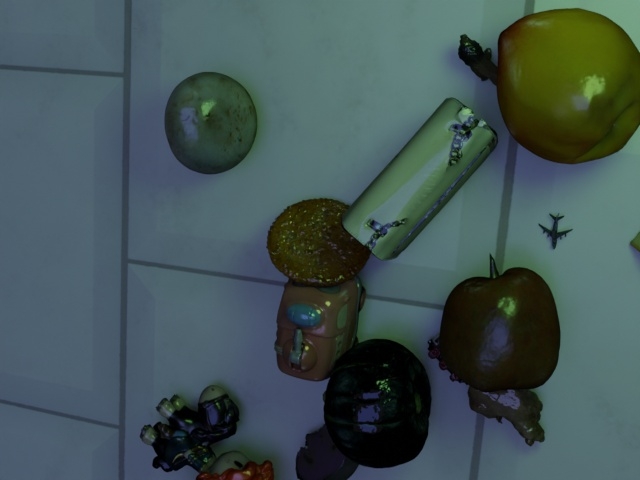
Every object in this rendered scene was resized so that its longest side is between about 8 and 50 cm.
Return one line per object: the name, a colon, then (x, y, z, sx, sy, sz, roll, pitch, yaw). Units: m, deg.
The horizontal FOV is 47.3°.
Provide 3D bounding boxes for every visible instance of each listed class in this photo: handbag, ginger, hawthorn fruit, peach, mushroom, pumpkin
handbag: (0.214, -0.130, 1.596, 0.160, 0.237, 0.358, 42, 100, 5)
ginger: (0.453, 0.386, 1.727, 0.213, 0.074, 0.137, 33, 113, 14)
hawthorn fruit: (0.396, 0.177, 1.605, 0.267, 0.268, 0.301, -3, 97, 18)
peach: (0.501, -0.318, 1.480, 0.289, 0.289, 0.308, -46, 60, 19)
mushroom: (0.030, 0.560, 1.873, 0.188, 0.141, 0.117, -34, 123, 21)
pumpkin: (0.123, 0.381, 1.709, 0.238, 0.315, 0.315, 2, 100, 24)
mushroom: (-0.283, -0.288, 1.786, 0.243, 0.243, 0.243, 3, 101, 17)

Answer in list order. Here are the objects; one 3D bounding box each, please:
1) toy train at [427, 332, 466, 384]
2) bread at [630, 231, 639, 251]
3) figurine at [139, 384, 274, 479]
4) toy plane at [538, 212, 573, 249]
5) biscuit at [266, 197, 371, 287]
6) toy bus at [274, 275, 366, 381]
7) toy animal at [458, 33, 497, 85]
toy train: (0.322, 0.278, 1.754, 0.138, 0.050, 0.087, 47, 111, 14)
bread: (0.755, 0.010, 1.591, 0.109, 0.080, 0.084, 21, 109, -24)
figurine: (-0.296, 0.584, 1.942, 0.306, 0.241, 0.412, -25, 73, -3)
toy plane: (0.530, -0.020, 1.653, 0.078, 0.024, 0.084, 12, 104, 34)
biscuit: (0.000, 0.000, 1.733, 0.254, 0.254, 0.035, 24, 149, 12)
toy bus: (-0.018, 0.202, 1.763, 0.194, 0.232, 0.288, 13, 106, 18)
toy animal: (0.385, -0.374, 1.615, 0.219, 0.086, 0.069, 30, 111, -8)
